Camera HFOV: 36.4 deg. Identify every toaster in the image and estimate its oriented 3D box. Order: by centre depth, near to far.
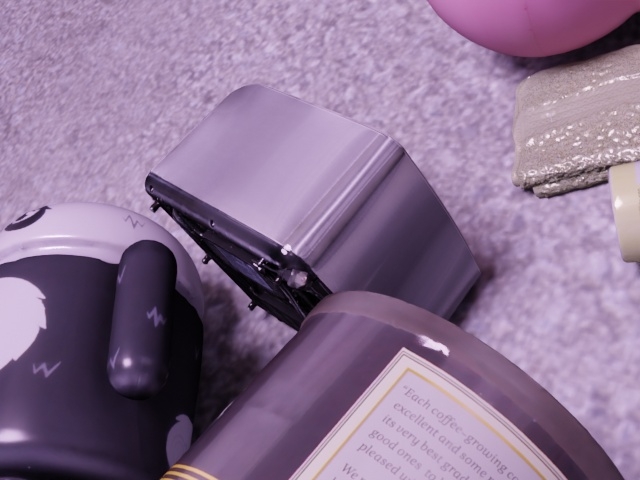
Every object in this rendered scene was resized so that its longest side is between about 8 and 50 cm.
[{"bbox_3d":[0.000,0.000,0.638,0.186,0.168,0.110,28,74,44],"label":"toaster"}]

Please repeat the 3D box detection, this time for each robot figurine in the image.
[{"bbox_3d":[-0.173,0.103,0.669,0.209,0.173,0.278,-7,53,13],"label":"robot figurine"}]

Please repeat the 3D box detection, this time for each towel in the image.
[{"bbox_3d":[0.203,-0.089,0.672,0.148,0.027,0.110,-12,53,26],"label":"towel"}]

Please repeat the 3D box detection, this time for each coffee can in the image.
[{"bbox_3d":[-0.013,0.187,0.438,0.201,0.201,0.275,20,56,41],"label":"coffee can"}]

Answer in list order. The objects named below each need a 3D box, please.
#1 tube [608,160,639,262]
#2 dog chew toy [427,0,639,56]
[{"bbox_3d":[0.291,-0.032,0.555,0.240,0.062,0.070,-10,96,21],"label":"tube"},{"bbox_3d":[0.229,-0.236,0.655,0.332,0.206,0.206,-1,57,23],"label":"dog chew toy"}]
